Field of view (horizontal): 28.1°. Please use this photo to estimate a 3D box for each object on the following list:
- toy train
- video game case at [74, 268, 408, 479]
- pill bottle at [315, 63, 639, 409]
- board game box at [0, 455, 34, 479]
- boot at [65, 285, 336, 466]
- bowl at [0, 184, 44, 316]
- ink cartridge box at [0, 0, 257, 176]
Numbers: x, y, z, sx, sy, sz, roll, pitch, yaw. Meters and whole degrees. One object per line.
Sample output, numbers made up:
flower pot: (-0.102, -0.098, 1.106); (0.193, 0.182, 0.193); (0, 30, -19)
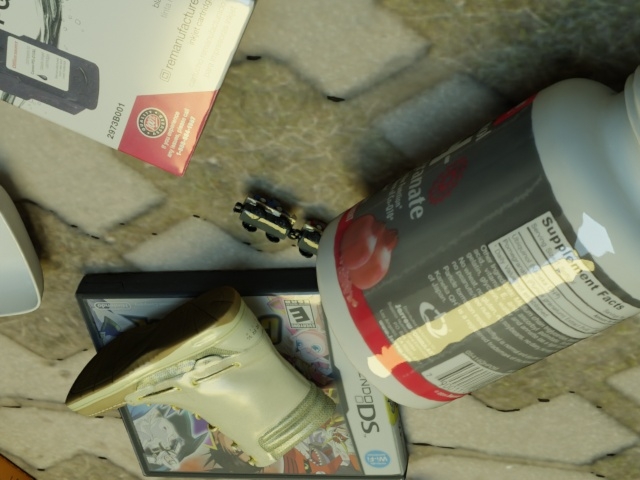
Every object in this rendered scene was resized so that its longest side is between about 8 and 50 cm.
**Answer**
toy train: (0.000, 0.000, 1.089); (0.158, 0.036, 0.027); (25, 130, -10)
video game case: (-0.068, 0.133, 1.212); (0.275, 0.035, 0.248); (-2, 128, 14)
pill bottle: (0.165, -0.010, 0.951); (0.319, 0.176, 0.176); (-31, 116, 31)
board game box: (-0.470, 0.442, 1.345); (0.356, 0.356, 0.356); (42, 126, -21)
boot: (-0.111, 0.144, 1.160); (0.213, 0.077, 0.165); (-27, 119, 27)
bowl: (-0.322, 0.001, 1.151); (0.142, 0.053, 0.142); (-5, 128, 16)
ink cartridge box: (-0.175, -0.178, 0.942); (0.237, 0.100, 0.172); (23, 129, -6)
